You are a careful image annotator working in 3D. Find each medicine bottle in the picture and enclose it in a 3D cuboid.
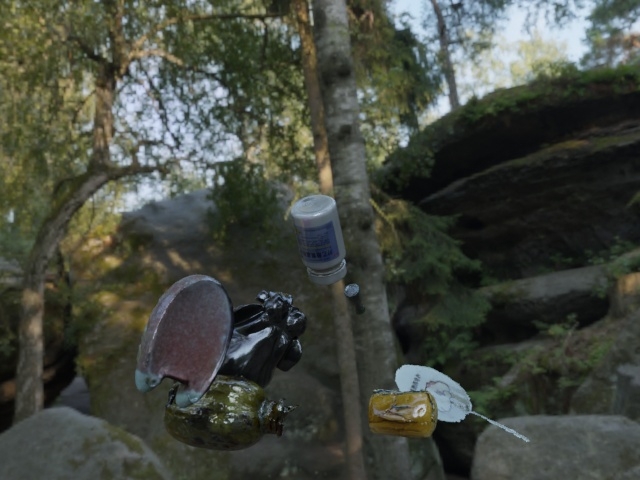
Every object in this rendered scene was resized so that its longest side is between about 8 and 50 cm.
[{"bbox_3d":[0.000,0.000,1.544,0.103,0.186,0.102,-9,30,5],"label":"medicine bottle"}]

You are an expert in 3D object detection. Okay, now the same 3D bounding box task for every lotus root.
[{"bbox_3d":[-0.172,0.338,1.348,0.278,0.154,0.154,1,-12,9],"label":"lotus root"}]

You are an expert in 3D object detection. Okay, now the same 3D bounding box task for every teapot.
[{"bbox_3d":[0.095,0.160,1.833,0.043,0.042,0.110,-9,-37,13],"label":"teapot"}]

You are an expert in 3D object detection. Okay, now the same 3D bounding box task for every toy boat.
[{"bbox_3d":[-0.237,0.167,1.198,0.155,0.227,0.085,31,-22,-31],"label":"toy boat"}]

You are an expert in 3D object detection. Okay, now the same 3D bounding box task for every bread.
[{"bbox_3d":[0.126,0.264,1.057,0.106,0.072,0.053,-4,-30,24],"label":"bread"}]

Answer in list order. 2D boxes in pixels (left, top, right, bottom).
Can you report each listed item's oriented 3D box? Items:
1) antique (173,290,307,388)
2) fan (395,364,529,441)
[{"bbox_3d":[-0.170,0.245,1.565,0.185,0.322,0.255,42,-22,-9],"label":"antique"},{"bbox_3d":[0.318,0.377,1.561,0.329,0.009,0.191,25,25,8],"label":"fan"}]
